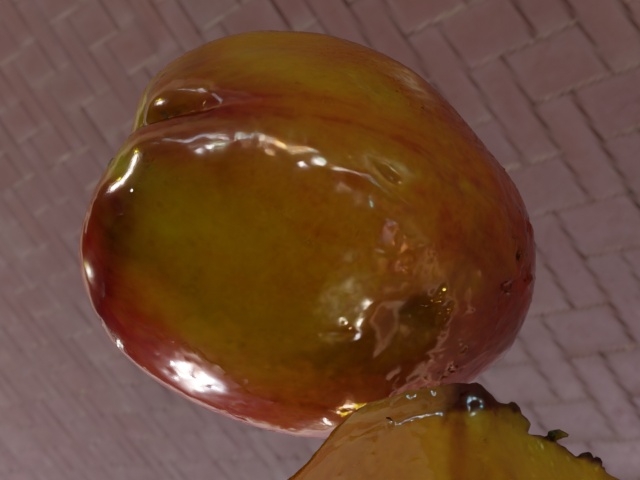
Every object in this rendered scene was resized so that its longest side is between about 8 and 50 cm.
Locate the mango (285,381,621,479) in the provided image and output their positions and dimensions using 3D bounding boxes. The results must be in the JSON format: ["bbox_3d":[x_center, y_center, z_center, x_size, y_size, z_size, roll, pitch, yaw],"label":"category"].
[{"bbox_3d":[0.051,0.189,0.426,0.187,0.257,0.138,19,141,-20],"label":"mango"}]

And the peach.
[{"bbox_3d":[0.000,0.000,0.887,0.281,0.238,0.281,16,158,7],"label":"peach"}]
